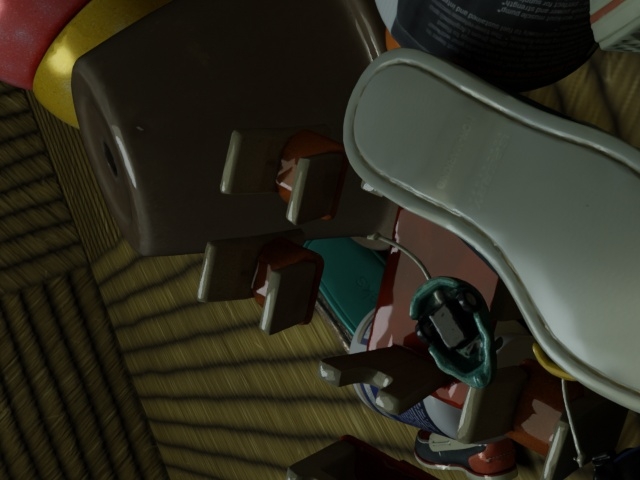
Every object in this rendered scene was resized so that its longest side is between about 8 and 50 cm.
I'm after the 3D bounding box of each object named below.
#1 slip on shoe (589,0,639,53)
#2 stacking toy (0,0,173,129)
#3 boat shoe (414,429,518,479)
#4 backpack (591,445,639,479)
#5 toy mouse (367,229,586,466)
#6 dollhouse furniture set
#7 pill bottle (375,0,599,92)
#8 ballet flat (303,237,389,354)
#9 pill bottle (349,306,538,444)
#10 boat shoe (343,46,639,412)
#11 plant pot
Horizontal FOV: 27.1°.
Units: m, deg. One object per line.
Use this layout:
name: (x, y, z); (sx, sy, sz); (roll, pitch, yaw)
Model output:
slip on shoe: (0.188, -0.141, 0.423); (0.331, 0.123, 0.101); (131, 135, -69)
stacking toy: (-0.215, -0.218, 1.317); (0.480, 0.351, 0.350); (50, 160, 5)
boat shoe: (0.113, 0.161, 1.062); (0.137, 0.049, 0.043); (2, 108, 69)
backpack: (0.193, 0.148, 0.716); (0.114, 0.105, 0.084); (97, 149, -65)
toy mouse: (0.090, 0.016, 0.679); (0.143, 0.031, 0.161); (16, 106, 35)
dollhouse furniture set: (0.063, 0.071, 0.816); (0.262, 0.135, 0.259); (25, 111, 33)
pill bottle: (0.097, -0.154, 0.625); (0.130, 0.130, 0.245); (64, 161, 17)
ballet flat: (0.000, 0.000, 1.142); (0.316, 0.108, 0.106); (61, 179, 29)
pill bottle: (0.098, 0.093, 0.944); (0.169, 0.094, 0.094); (6, 115, 64)
boat shoe: (0.108, -0.006, 0.568); (0.254, 0.079, 0.095); (36, 109, 45)
plant pot: (-0.050, -0.092, 0.971); (0.263, 0.229, 0.263); (57, 160, 35)
